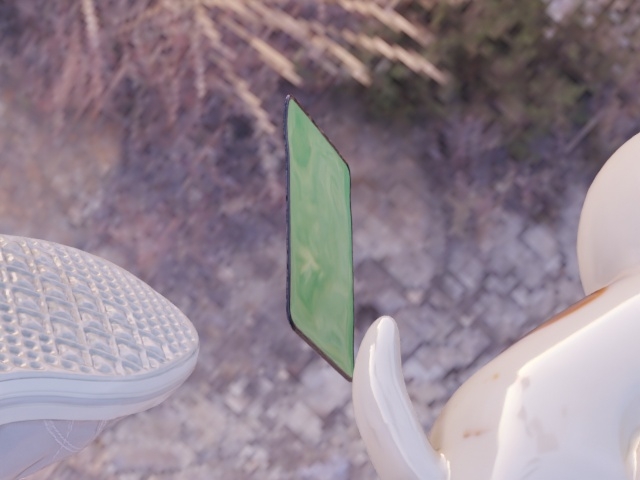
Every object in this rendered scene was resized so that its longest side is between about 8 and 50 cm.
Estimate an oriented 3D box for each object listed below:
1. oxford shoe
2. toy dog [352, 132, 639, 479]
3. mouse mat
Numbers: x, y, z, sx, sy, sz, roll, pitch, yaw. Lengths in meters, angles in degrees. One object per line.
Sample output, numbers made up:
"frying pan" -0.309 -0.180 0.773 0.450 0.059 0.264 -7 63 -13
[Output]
"oxford shoe" -0.232 0.099 1.186 0.169 0.130 0.449 34 24 18
"toy dog" 0.241 0.098 1.386 0.395 0.284 0.408 24 57 6
"mouse mat" 0.000 0.000 1.495 0.152 0.007 0.190 48 37 -61
